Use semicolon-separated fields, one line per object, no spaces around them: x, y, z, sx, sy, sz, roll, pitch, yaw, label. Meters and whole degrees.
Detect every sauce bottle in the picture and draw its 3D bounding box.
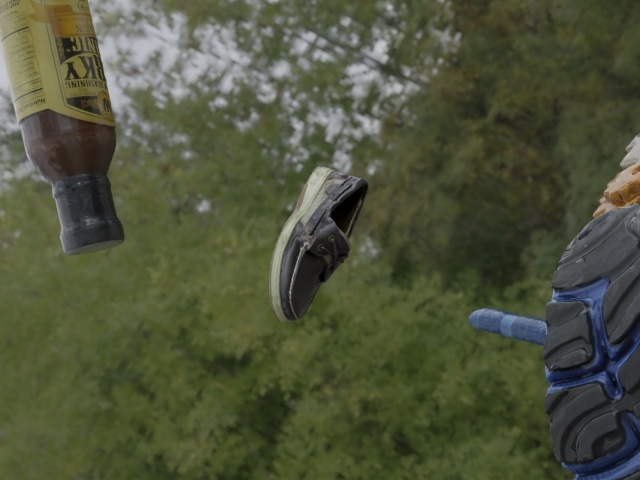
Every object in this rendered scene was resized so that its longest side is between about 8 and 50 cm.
-0.295;-0.156;1.423;0.111;0.111;0.344;7;-112;-81;sauce bottle

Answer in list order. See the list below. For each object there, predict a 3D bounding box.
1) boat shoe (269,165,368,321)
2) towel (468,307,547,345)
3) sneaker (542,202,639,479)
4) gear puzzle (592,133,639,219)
0.000;0.000;1.000;0.056;0.049;0.152;66;-146;-48;boat shoe
0.228;0.097;1.372;0.067;0.119;0.029;15;-92;-47;towel
0.141;0.089;0.381;0.083;0.221;0.087;-32;-8;20;sneaker
0.341;-0.132;1.109;0.339;0.044;0.175;-46;13;-20;gear puzzle
